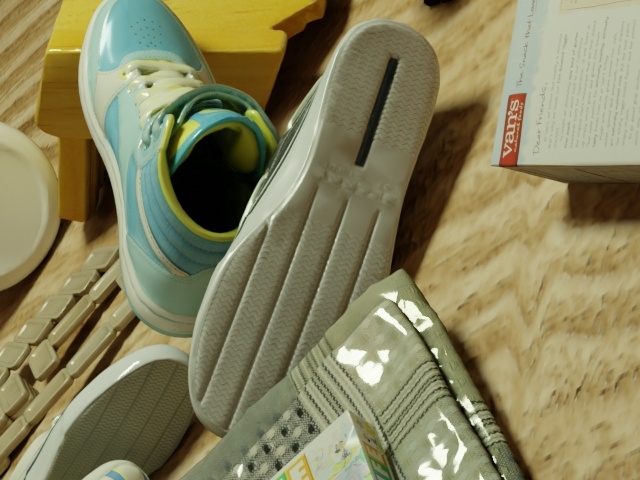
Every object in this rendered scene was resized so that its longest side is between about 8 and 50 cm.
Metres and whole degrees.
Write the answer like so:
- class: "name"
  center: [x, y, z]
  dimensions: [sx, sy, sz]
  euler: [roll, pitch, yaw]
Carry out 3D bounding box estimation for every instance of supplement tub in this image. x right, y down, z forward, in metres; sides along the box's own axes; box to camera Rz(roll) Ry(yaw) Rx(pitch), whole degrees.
- class: "supplement tub"
  center: [-0.410, -0.049, 2.065]
  dimensions: [0.191, 0.191, 0.272]
  euler: [-59, 24, -6]

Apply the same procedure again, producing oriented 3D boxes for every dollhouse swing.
- class: "dollhouse swing"
  center: [-0.115, -0.200, 1.871]
  dimensions: [0.315, 0.305, 0.347]
  euler: [1, 49, 12]

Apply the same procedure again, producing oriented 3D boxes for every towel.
- class: "towel"
  center: [-0.011, 0.202, 1.151]
  dimensions: [0.312, 0.056, 0.324]
  euler: [-49, 31, 14]

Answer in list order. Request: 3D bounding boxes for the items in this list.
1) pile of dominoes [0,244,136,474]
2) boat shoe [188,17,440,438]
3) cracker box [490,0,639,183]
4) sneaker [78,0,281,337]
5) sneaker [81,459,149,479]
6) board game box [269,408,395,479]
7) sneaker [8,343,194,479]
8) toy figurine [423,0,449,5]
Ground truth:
- class: "pile of dominoes"
  center: [-0.249, 0.115, 1.783]
  dimensions: [0.251, 0.040, 0.196]
  euler: [-47, 24, 0]
- class: "boat shoe"
  center: [0.000, 0.000, 1.374]
  dimensions: [0.335, 0.121, 0.119]
  euler: [-64, 4, -15]
- class: "cracker box"
  center: [0.201, -0.115, 1.120]
  dimensions: [0.232, 0.067, 0.155]
  euler: [4, 84, 62]
- class: "sneaker"
  center: [-0.107, -0.103, 1.503]
  dimensions: [0.208, 0.127, 0.319]
  euler: [122, 136, -59]
- class: "sneaker"
  center: [-0.147, 0.268, 1.347]
  dimensions: [0.126, 0.091, 0.240]
  euler: [-5, 52, 37]
- class: "board game box"
  center: [-0.017, 0.187, 1.112]
  dimensions: [0.154, 0.026, 0.103]
  euler: [-44, 34, 16]
- class: "sneaker"
  center: [-0.194, 0.169, 1.516]
  dimensions: [0.258, 0.094, 0.091]
  euler: [-48, 30, 18]
- class: "toy figurine"
  center: [0.090, -0.327, 1.539]
  dimensions: [0.213, 0.148, 0.209]
  euler: [-45, 27, 25]
